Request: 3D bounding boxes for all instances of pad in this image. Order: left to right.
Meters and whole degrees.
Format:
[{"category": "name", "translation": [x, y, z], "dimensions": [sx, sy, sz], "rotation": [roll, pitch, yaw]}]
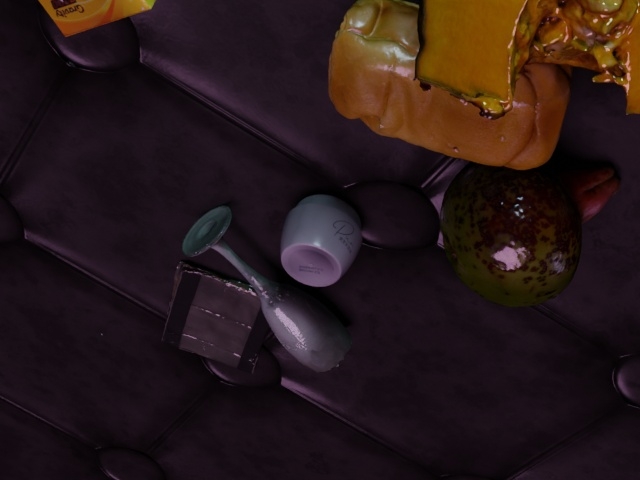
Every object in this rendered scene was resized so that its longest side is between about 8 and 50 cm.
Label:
[{"category": "pad", "translation": [-0.169, 0.132, 2.247], "dimensions": [0.174, 0.022, 0.233], "rotation": [19, 141, 0]}]

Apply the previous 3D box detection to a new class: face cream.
[{"category": "face cream", "translation": [0.000, 0.000, 1.965], "dimensions": [0.117, 0.104, 0.117], "rotation": [11, 138, 10]}]

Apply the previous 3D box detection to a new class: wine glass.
[{"category": "wine glass", "translation": [-0.141, 0.135, 2.107], "dimensions": [0.264, 0.096, 0.309], "rotation": [-40, 118, 8]}]

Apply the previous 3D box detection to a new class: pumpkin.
[{"category": "pumpkin", "translation": [0.256, -0.262, 1.456], "dimensions": [0.303, 0.256, 0.225], "rotation": [2, 119, -14]}]

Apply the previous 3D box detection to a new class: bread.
[{"category": "bread", "translation": [0.157, -0.196, 1.668], "dimensions": [0.294, 0.132, 0.167], "rotation": [16, 146, 3]}]

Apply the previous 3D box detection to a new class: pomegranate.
[{"category": "pomegranate", "translation": [0.281, -0.029, 1.772], "dimensions": [0.247, 0.214, 0.214], "rotation": [-24, 130, -1]}]

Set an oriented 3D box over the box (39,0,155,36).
[{"category": "box", "translation": [-0.337, -0.389, 1.722], "dimensions": [0.152, 0.043, 0.269], "rotation": [-10, 131, 31]}]
